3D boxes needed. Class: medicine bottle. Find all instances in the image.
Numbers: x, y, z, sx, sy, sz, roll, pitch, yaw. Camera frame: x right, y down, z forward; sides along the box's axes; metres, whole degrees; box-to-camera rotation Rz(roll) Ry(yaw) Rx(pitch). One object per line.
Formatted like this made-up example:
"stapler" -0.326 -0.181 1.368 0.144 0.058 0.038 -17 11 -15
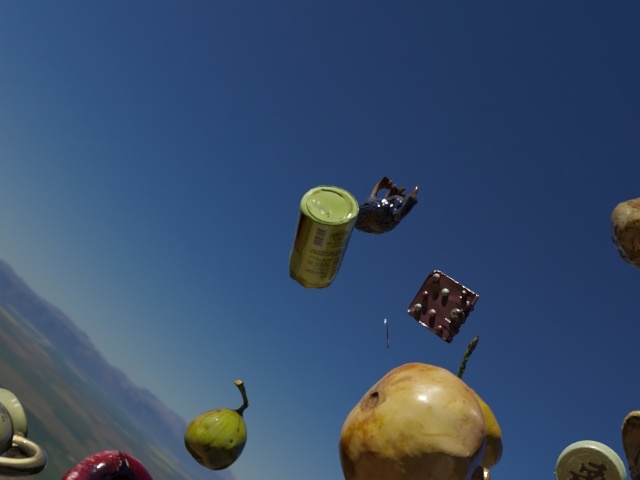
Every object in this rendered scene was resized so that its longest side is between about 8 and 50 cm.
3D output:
"medicine bottle" 0.000 0.000 1.582 0.124 0.124 0.239 38 -39 17

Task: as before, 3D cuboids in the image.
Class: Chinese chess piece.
"Chinese chess piece" 0.574 0.500 1.577 0.144 0.144 0.058 34 12 27

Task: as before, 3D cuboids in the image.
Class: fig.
"fig" -0.239 0.457 1.783 0.148 0.186 0.142 53 -43 -5

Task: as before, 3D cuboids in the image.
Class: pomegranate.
"pomegranate" 0.214 0.443 1.590 0.338 0.338 0.338 38 -19 16

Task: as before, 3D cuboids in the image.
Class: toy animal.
"toy animal" 0.187 -0.100 2.322 0.298 0.185 0.122 -21 -49 35

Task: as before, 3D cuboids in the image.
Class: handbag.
"handbag" 0.438 0.234 2.667 0.216 0.203 0.074 35 4 40

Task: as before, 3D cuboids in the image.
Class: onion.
"onion" -0.524 0.670 1.862 0.273 0.273 0.285 50 -32 -20

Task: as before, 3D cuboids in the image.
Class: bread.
"bread" 0.644 -0.004 1.356 0.230 0.230 0.123 20 -69 51

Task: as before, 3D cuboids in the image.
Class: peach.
"peach" 0.414 0.524 2.072 0.251 0.153 0.251 56 -3 5

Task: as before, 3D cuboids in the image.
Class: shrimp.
"shrimp" 0.796 0.542 1.822 0.117 0.066 0.262 15 -57 56

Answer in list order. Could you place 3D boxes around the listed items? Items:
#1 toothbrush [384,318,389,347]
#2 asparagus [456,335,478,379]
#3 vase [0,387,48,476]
"toothbrush" 0.208 0.291 2.326 0.008 0.097 0.006 -5 -26 5
"asparagus" 0.344 0.342 1.842 0.023 0.233 0.022 17 -13 35
"vase" -0.817 0.491 1.813 0.329 0.241 0.302 22 -3 12
